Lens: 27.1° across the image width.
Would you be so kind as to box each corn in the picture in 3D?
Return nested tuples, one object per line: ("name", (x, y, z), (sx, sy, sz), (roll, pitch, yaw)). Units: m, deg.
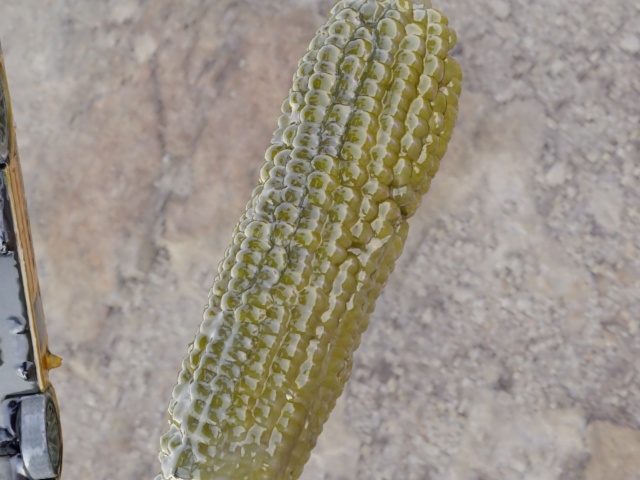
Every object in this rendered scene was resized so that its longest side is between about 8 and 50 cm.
("corn", (0.000, 0.000, 0.646), (0.086, 0.086, 0.288), (2, 65, 51))

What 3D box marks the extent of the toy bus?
("toy bus", (-0.124, 0.007, 0.424), (0.074, 0.070, 0.162), (-102, 8, -68))
